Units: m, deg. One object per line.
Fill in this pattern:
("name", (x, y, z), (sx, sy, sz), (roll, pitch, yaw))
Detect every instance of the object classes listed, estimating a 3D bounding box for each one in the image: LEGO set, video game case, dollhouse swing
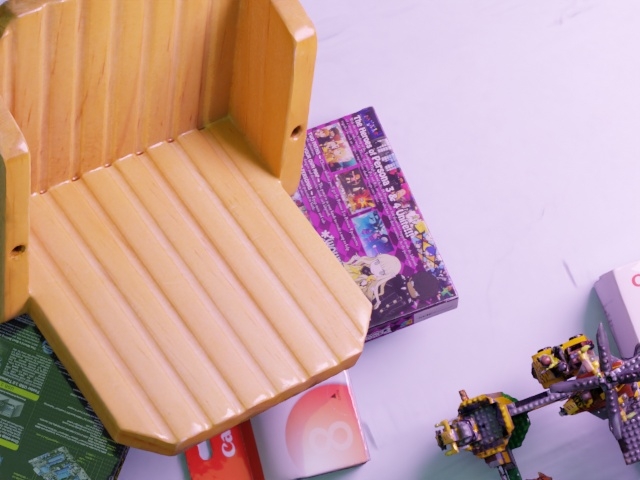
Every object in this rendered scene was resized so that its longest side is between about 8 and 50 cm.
("LEGO set", (0.240, 0.255, 1.836), (0.255, 0.192, 0.331), (-15, 83, 23))
("video game case", (0.000, 0.000, 1.965), (0.210, 0.042, 0.232), (-21, 68, -6))
("dollhouse swing", (-0.121, -0.042, 1.765), (0.347, 0.315, 0.305), (-24, 51, -31))

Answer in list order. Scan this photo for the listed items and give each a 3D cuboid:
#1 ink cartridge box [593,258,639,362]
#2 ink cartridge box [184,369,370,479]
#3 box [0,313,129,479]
("ink cartridge box", (0.392, 0.109, 1.959), (0.160, 0.092, 0.219), (-19, 81, -7))
("ink cartridge box", (-0.053, 0.174, 1.950), (0.179, 0.045, 0.145), (-13, 79, -8))
("box", (-0.308, 0.155, 1.816), (0.270, 0.060, 0.216), (21, 76, 0))
